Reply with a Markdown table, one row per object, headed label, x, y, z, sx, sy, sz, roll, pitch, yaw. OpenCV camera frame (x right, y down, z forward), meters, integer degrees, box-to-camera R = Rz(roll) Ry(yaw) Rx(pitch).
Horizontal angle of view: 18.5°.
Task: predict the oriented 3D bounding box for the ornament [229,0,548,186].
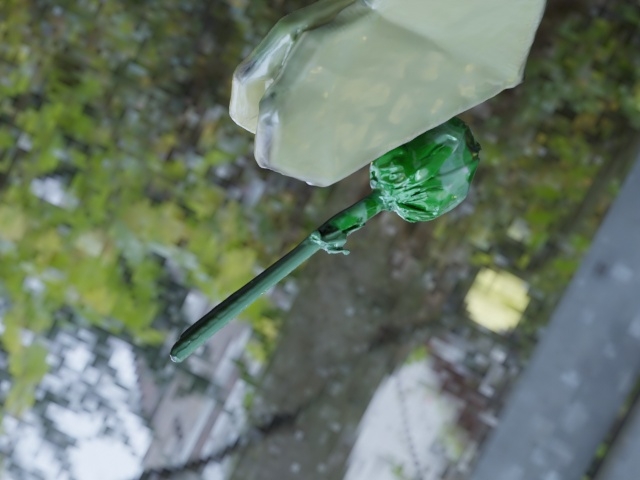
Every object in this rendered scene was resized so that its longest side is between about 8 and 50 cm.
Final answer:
| label | x | y | z | sx | sy | sz | roll | pitch | yaw |
| --- | --- | --- | --- | --- | --- | --- | --- | --- | --- |
| ornament | 0.059 | -0.111 | 1.071 | 0.180 | 0.201 | 0.059 | 18 | -151 | -51 |

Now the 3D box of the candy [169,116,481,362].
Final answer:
| label | x | y | z | sx | sy | sz | roll | pitch | yaw |
| --- | --- | --- | --- | --- | --- | --- | --- | --- | --- |
| candy | 0.001 | 0.002 | 1.667 | 0.097 | 0.323 | 0.097 | 50 | 169 | 13 |
